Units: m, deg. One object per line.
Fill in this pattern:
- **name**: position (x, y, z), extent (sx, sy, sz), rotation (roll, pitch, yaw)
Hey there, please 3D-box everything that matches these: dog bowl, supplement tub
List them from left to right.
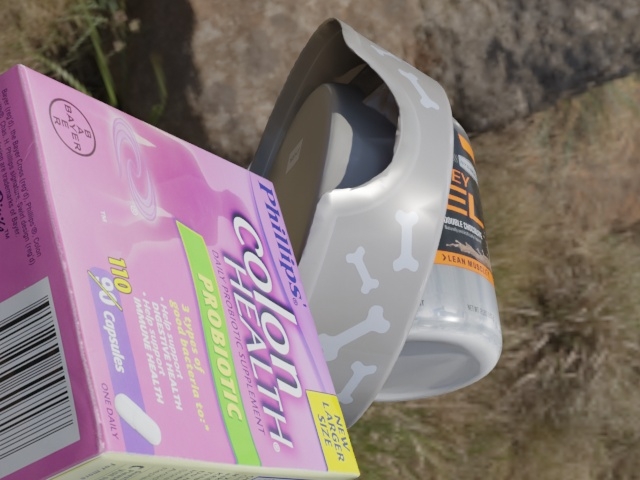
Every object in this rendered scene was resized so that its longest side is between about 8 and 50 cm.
- **dog bowl**: position (0.000, 0.000, 0.934), extent (0.102, 0.349, 0.349), rotation (18, 70, -14)
- **supplement tub**: position (0.078, -0.010, 1.268), extent (0.207, 0.207, 0.338), rotation (23, 51, -41)

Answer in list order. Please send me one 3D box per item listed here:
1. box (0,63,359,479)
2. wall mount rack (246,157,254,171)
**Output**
- **box**: position (-0.109, 0.051, 0.660), extent (0.243, 0.117, 0.213), rotation (24, 43, -57)
- **wall mount rack**: position (-0.058, -0.055, 2.138), extent (0.350, 0.304, 0.130), rotation (31, 35, 1)
